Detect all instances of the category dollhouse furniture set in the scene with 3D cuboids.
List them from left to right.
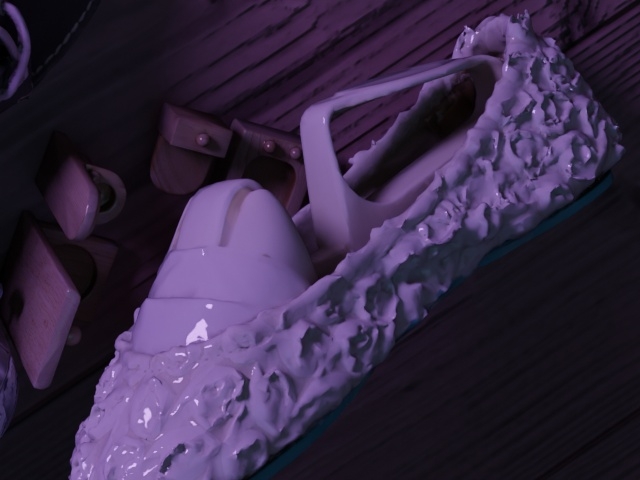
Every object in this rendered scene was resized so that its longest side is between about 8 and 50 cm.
[{"bbox_3d":[-0.078,0.007,1.101,0.151,0.123,0.144,15,105,-24],"label":"dollhouse furniture set"}]

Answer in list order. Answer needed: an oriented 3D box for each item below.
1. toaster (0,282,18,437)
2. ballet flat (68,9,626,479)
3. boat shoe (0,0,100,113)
[{"bbox_3d":[-0.268,0.090,1.065,0.146,0.129,0.227,37,95,-30],"label":"toaster"},{"bbox_3d":[0.000,0.000,1.083,0.409,0.147,0.147,-37,121,-32],"label":"ballet flat"},{"bbox_3d":[-0.223,-0.066,0.991,0.335,0.095,0.112,-32,138,-25],"label":"boat shoe"}]
